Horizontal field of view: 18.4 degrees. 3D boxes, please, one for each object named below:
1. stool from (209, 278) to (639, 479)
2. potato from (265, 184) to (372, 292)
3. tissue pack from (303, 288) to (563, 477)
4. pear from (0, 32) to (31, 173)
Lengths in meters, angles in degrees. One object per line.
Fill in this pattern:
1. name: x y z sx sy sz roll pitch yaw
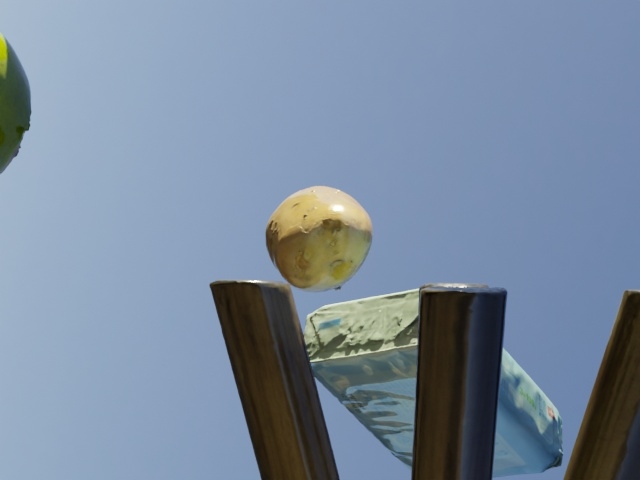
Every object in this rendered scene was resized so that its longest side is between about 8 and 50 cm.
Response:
1. stool: 0.089 0.141 1.417 0.310 0.310 0.226 -1 -91 48
2. potato: 0.000 0.000 2.197 0.178 0.118 0.109 -118 -155 -74
3. tissue pack: 0.118 0.150 2.024 0.177 0.263 0.089 -11 -130 30
4. pear: -0.388 -0.146 1.868 0.187 0.219 0.187 -34 -135 43
